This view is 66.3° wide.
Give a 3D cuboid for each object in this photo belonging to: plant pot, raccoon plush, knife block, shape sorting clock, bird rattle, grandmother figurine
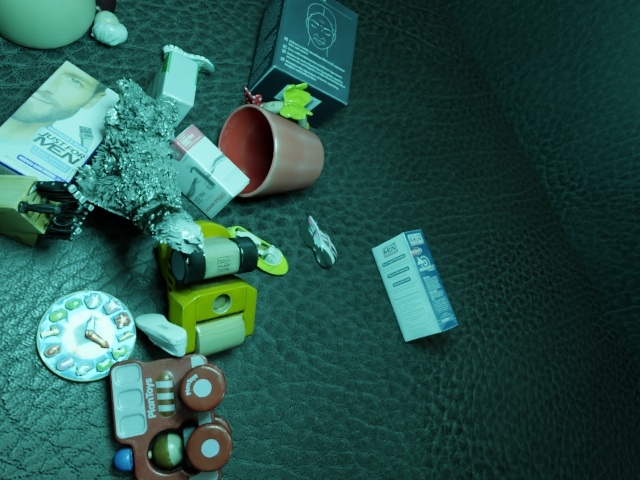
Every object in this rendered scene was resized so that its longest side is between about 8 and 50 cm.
[{"bbox_3d":[-0.138,-0.260,1.495,0.243,0.275,0.275,-1,70,-47],"label":"plant pot"},{"bbox_3d":[-0.361,-0.184,1.151,0.299,0.446,0.216,-66,157,5],"label":"raccoon plush"},{"bbox_3d":[-0.640,-0.087,1.038,0.276,0.242,0.088,29,54,-23],"label":"knife block"},{"bbox_3d":[-0.528,0.214,1.116,0.206,0.040,0.206,16,60,-30],"label":"shape sorting clock"},{"bbox_3d":[-0.723,-0.657,1.218,0.284,0.191,0.284,4,79,-19],"label":"plant pot"},{"bbox_3d":[-0.141,-0.402,1.596,0.207,0.253,0.143,50,35,-62],"label":"bird rattle"},{"bbox_3d":[-0.674,-0.703,1.395,0.208,0.104,0.342,-35,89,-32],"label":"grandmother figurine"}]

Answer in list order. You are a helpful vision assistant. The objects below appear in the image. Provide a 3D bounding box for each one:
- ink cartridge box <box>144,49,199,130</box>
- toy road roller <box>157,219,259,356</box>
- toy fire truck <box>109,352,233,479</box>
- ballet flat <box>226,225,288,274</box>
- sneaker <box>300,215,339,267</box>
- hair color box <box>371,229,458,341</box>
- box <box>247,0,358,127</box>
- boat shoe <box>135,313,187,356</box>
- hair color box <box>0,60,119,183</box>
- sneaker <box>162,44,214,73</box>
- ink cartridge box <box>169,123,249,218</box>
[{"bbox_3d":[-0.426,-0.394,1.362,0.087,0.208,0.153,17,61,-33],"label":"ink cartridge box"},{"bbox_3d":[-0.306,0.111,1.260,0.202,0.240,0.329,-9,113,-39],"label":"toy road roller"},{"bbox_3d":[-0.334,0.408,1.103,0.254,0.169,0.302,-6,80,-13],"label":"toy fire truck"},{"bbox_3d":[-0.179,0.029,1.436,0.231,0.077,0.077,33,53,-21],"label":"ballet flat"},{"bbox_3d":[0.000,0.000,1.600,0.077,0.072,0.178,-31,98,-53],"label":"sneaker"},{"bbox_3d":[0.320,0.155,1.685,0.105,0.174,0.347,-10,76,-40],"label":"hair color box"},{"bbox_3d":[-0.058,-0.655,1.721,0.293,0.212,0.395,19,68,-29],"label":"box"},{"bbox_3d":[-0.375,0.223,1.157,0.066,0.184,0.063,-19,115,-51],"label":"boat shoe"},{"bbox_3d":[-0.643,-0.263,1.208,0.185,0.110,0.339,33,52,-19],"label":"hair color box"},{"bbox_3d":[-0.420,-0.550,1.546,0.166,0.065,0.076,11,80,-29],"label":"sneaker"},{"bbox_3d":[-0.330,-0.186,1.369,0.218,0.158,0.092,43,49,-13],"label":"ink cartridge box"}]
